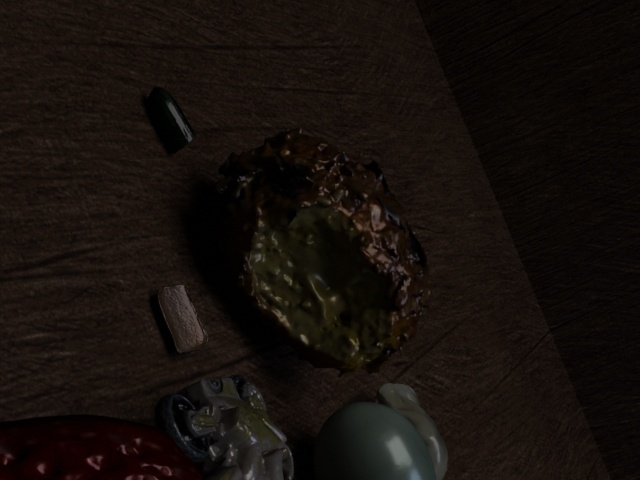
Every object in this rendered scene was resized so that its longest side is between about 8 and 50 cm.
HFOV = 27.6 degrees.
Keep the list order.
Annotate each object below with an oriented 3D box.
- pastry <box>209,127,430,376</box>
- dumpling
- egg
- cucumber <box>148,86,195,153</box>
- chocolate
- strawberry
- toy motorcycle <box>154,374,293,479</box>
[{"bbox_3d":[0.007,0.002,2.079,0.405,0.292,0.337,49,15,-17],"label":"pastry"},{"bbox_3d":[0.149,0.357,2.248,0.162,0.132,0.250,43,31,-51],"label":"dumpling"},{"bbox_3d":[0.089,0.375,2.024,0.264,0.183,0.183,67,21,-16],"label":"egg"},{"bbox_3d":[-0.235,-0.192,2.030,0.105,0.048,0.048,61,22,-10],"label":"cucumber"},{"bbox_3d":[-0.201,0.113,1.825,0.064,0.031,0.100,-20,82,-51],"label":"chocolate"},{"bbox_3d":[-0.276,0.307,1.208,0.345,0.295,0.317,18,63,-19],"label":"strawberry"},{"bbox_3d":[-0.117,0.288,1.739,0.223,0.108,0.341,64,14,10],"label":"toy motorcycle"}]
